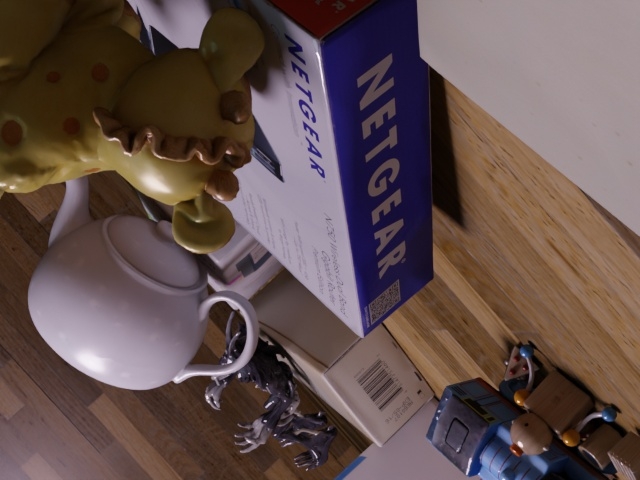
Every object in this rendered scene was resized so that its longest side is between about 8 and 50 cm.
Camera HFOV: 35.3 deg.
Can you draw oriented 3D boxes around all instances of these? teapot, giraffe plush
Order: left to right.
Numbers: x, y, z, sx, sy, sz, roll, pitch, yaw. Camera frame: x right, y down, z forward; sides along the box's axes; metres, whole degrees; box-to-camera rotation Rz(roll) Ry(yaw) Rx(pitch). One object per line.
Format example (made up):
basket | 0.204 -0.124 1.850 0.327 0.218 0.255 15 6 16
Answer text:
giraffe plush | -0.112 -0.085 0.597 0.170 0.210 0.181 11 133 12
teapot | -0.234 0.057 1.300 0.256 0.187 0.253 23 -155 -36

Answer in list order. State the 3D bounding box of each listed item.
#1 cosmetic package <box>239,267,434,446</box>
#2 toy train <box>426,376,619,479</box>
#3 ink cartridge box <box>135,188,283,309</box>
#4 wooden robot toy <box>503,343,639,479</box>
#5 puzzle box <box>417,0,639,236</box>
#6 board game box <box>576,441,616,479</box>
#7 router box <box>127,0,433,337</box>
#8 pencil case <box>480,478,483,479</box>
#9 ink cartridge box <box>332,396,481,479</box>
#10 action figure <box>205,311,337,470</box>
cosmetic package | 0.016 0.162 1.484 0.160 0.113 0.309 53 167 -25
toy train | 0.188 0.196 0.920 0.184 0.105 0.080 39 123 39
ink cartridge box | -0.156 -0.049 1.385 0.207 0.119 0.353 45 168 12
wooden robot toy | 0.201 0.164 0.863 0.173 0.079 0.076 40 166 39
puzzle box | 0.187 -0.029 0.317 0.409 0.052 0.272 44 168 20
board game box | 0.245 0.213 1.012 0.090 0.020 0.090 47 170 6
router box | -0.052 -0.124 0.731 0.301 0.082 0.335 42 160 29
pencil case | 0.269 0.324 1.129 0.209 0.095 0.098 44 -157 12
ink cartridge box | 0.131 0.436 1.527 0.166 0.285 0.395 44 168 26
action figure | -0.089 0.233 1.479 0.276 0.141 0.164 54 179 -33
